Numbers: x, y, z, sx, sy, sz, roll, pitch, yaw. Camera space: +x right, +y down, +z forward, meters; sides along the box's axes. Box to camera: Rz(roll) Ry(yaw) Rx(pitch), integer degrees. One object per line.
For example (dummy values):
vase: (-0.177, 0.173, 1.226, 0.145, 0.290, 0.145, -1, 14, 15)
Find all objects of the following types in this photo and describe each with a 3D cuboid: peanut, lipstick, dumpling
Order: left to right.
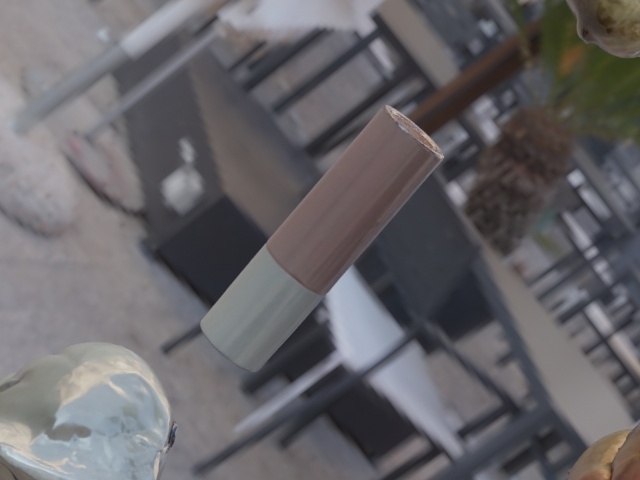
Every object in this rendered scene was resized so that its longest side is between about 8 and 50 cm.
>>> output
dumpling: (-0.256, 0.181, 1.674, 0.243, 0.226, 0.175, 138, -50, -65)
lipstick: (0.000, 0.000, 1.553, 0.070, 0.254, 0.070, 39, 13, -10)
peanut: (0.277, -0.247, 1.657, 0.140, 0.109, 0.159, 50, 24, -68)

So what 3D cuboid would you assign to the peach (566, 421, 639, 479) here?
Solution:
peach: (0.320, 0.240, 1.368, 0.292, 0.292, 0.247, 34, 34, -56)
